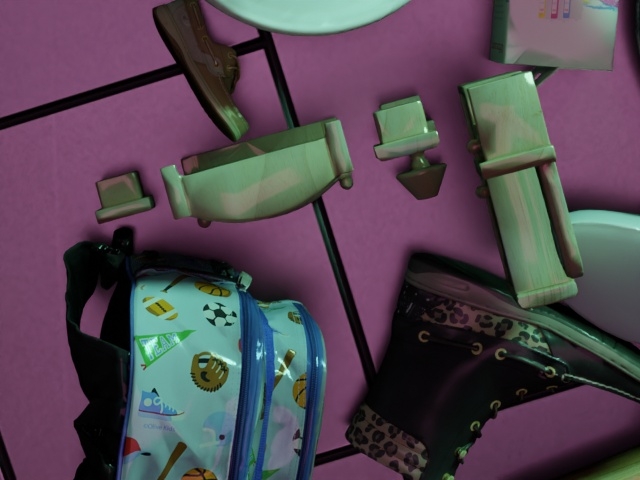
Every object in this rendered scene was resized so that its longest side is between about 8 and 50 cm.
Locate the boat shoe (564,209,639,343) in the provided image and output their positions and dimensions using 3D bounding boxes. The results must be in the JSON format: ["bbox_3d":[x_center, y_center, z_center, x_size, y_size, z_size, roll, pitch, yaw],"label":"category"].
[{"bbox_3d":[0.327,0.029,1.465,0.301,0.102,0.108,15,126,-1],"label":"boat shoe"}]

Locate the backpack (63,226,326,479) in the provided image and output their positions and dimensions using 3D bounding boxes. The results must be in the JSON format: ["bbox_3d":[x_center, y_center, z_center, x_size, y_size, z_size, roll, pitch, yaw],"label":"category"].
[{"bbox_3d":[-0.105,0.143,1.390,0.213,0.263,0.276,2,97,-2],"label":"backpack"}]

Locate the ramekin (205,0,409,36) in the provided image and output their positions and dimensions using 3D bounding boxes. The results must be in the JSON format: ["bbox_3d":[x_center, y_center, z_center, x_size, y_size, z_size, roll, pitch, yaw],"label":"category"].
[{"bbox_3d":[-0.022,-0.298,1.373,0.273,0.127,0.273,-3,103,-15],"label":"ramekin"}]

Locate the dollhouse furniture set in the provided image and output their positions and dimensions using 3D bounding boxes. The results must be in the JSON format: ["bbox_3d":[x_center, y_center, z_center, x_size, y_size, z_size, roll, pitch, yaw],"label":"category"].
[{"bbox_3d":[0.000,0.000,1.346,0.355,0.303,0.174,-15,94,2],"label":"dollhouse furniture set"}]

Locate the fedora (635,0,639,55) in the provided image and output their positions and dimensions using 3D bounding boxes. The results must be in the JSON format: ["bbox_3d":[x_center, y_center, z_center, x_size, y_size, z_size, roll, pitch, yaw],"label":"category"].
[{"bbox_3d":[0.418,-0.165,1.406,0.334,0.152,0.334,0,99,-3],"label":"fedora"}]

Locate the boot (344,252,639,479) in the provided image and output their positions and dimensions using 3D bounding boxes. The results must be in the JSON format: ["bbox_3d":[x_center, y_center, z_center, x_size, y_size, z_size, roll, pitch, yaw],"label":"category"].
[{"bbox_3d":[0.151,0.132,1.485,0.236,0.085,0.178,24,99,2],"label":"boot"}]

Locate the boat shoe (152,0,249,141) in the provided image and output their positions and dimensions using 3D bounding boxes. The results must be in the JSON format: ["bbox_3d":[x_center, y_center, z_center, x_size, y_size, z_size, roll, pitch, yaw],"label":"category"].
[{"bbox_3d":[-0.089,-0.143,1.442,0.045,0.050,0.135,-28,74,-8],"label":"boat shoe"}]

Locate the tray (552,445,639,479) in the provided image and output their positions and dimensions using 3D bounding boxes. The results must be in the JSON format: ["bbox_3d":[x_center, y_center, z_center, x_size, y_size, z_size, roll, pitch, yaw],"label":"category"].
[{"bbox_3d":[0.330,0.377,1.528,0.203,0.076,0.411,-22,97,2],"label":"tray"}]

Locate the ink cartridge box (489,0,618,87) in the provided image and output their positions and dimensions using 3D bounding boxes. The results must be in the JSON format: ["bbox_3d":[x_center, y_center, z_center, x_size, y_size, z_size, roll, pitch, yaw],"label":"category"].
[{"bbox_3d":[0.189,-0.194,1.434,0.090,0.092,0.143,3,99,-2],"label":"ink cartridge box"}]
